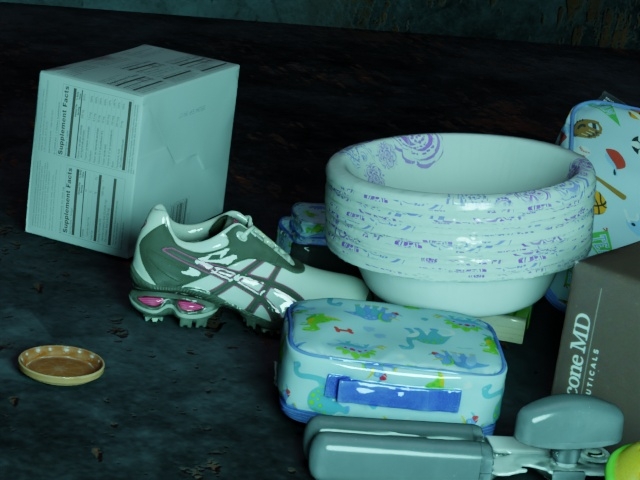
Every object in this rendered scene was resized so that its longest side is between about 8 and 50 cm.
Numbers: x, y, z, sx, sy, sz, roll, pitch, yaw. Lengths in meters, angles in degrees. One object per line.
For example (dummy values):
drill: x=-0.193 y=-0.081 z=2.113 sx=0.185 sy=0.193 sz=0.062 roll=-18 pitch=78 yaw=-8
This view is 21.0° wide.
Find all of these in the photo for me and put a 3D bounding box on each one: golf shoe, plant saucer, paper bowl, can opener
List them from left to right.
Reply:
plant saucer: x=-0.252 y=0.123 z=1.679 sx=0.083 sy=0.013 sz=0.083 roll=7 pitch=16 yaw=-2
golf shoe: x=-0.069 y=0.034 z=1.869 sx=0.273 sy=0.120 sz=0.105 roll=5 pitch=15 yaw=-12
paper bowl: x=0.145 y=-0.014 z=1.828 sx=0.284 sy=0.148 sz=0.284 roll=1 pitch=18 yaw=0
can opener: x=0.129 y=0.171 z=1.545 sx=0.283 sy=0.095 sz=0.076 roll=5 pitch=16 yaw=-10

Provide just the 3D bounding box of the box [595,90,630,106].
box: x=0.405 y=-0.043 z=2.133 sx=0.270 sy=0.060 sz=0.216 roll=33 pitch=51 yaw=14

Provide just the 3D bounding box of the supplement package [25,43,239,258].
supplement package: x=-0.229 y=-0.116 z=2.136 sx=0.145 sy=0.204 sz=0.262 roll=15 pitch=19 yaw=20

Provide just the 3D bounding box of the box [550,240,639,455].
box: x=0.406 y=0.148 z=1.577 sx=0.381 sy=0.191 sz=0.143 roll=21 pitch=21 yaw=38

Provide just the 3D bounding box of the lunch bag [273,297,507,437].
lunch bag: x=0.065 y=0.125 z=1.674 sx=0.219 sy=0.090 sz=0.176 roll=6 pitch=16 yaw=-5

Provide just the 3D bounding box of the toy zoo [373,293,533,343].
toy zoo: x=0.165 y=0.049 z=2.067 sx=0.192 sy=0.030 sz=0.293 roll=10 pitch=17 yaw=9

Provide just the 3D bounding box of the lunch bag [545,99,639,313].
lunch bag: x=0.379 y=-0.016 z=1.994 sx=0.243 sy=0.115 sz=0.303 roll=14 pitch=49 yaw=-5

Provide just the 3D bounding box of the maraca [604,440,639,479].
maraca: x=0.306 y=0.237 z=1.415 sx=0.127 sy=0.099 sz=0.186 roll=-8 pitch=48 yaw=-35

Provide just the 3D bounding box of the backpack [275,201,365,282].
backpack: x=0.000 y=0.000 z=2.065 sx=0.105 sy=0.084 sz=0.114 roll=4 pitch=15 yaw=-19
